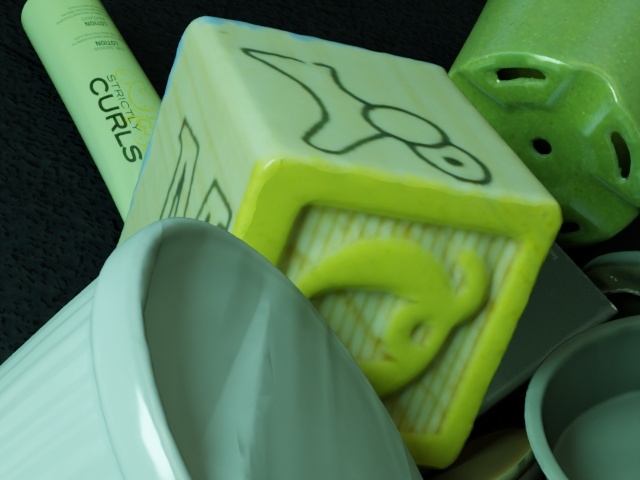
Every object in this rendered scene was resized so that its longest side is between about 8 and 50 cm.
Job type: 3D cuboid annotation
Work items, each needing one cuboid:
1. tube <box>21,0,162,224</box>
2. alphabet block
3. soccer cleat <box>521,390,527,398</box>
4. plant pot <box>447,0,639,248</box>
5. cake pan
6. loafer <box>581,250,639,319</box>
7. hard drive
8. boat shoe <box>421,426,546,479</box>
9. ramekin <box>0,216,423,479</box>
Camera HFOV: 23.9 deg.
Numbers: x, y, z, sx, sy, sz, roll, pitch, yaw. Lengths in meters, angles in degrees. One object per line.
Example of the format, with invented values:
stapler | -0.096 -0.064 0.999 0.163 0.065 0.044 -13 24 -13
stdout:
tube | -0.141 -0.089 1.089 0.070 0.062 0.240 -30 61 -3
alphabet block | 0.000 0.000 0.921 0.192 0.193 0.197 8 27 -22
soccer cleat | 0.124 0.050 1.077 0.196 0.068 0.076 44 48 20
plant pot | 0.220 -0.136 1.229 0.276 0.276 0.254 33 48 8
cake pan | 0.262 0.140 0.893 0.293 0.054 0.293 5 29 -3
loafer | 0.295 0.089 1.106 0.251 0.094 0.087 25 68 19
hard drive | 0.121 0.058 1.030 0.135 0.022 0.094 -36 61 -6
boat shoe | 0.076 0.181 0.891 0.207 0.073 0.073 -32 103 -46
ramekin | -0.051 0.134 0.705 0.273 0.127 0.273 52 18 -25
